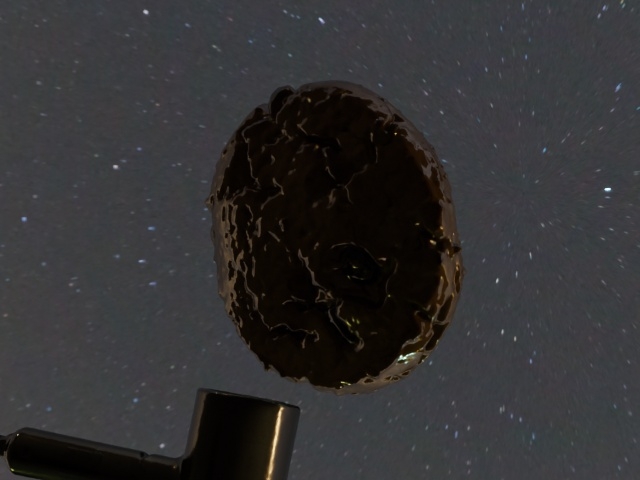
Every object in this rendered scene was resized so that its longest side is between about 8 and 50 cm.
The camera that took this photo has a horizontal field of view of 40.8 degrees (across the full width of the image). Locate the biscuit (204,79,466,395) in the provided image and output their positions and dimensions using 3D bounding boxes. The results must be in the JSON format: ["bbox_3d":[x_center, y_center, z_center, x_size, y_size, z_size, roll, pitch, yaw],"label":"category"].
[{"bbox_3d":[-0.001,0.001,0.786,0.296,0.075,0.295,7,-77,36],"label":"biscuit"}]

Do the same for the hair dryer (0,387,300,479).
[{"bbox_3d":[-0.152,0.194,0.628,0.248,0.078,0.195,9,-101,12],"label":"hair dryer"}]
